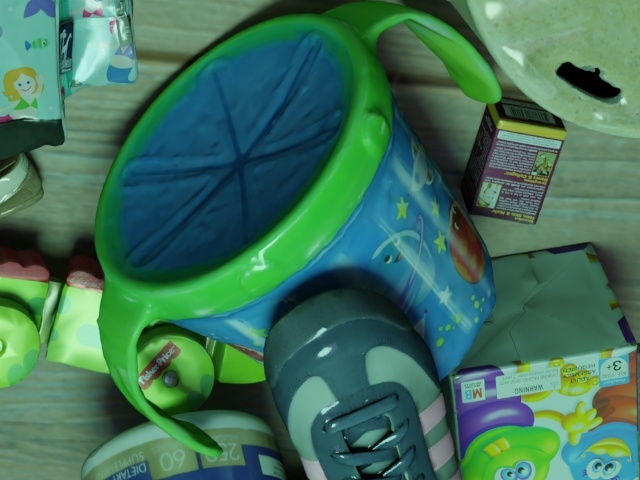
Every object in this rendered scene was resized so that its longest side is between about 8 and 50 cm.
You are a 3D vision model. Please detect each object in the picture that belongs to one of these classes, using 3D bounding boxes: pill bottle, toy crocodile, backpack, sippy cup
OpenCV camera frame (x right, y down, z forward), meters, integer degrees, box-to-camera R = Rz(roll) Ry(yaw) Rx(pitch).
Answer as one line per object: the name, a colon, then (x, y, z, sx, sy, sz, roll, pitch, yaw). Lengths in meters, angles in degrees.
pill bottle: (-0.078, 0.270, 1.192, 0.153, 0.265, 0.153, -13, 155, -6)
toy crocodile: (-0.182, 0.055, 1.226, 0.340, 0.115, 0.105, 11, 101, -15)
backpack: (-0.221, -0.192, 1.003, 0.191, 0.225, 0.254, -20, 120, -20)
sippy cup: (0.000, 0.000, 1.151, 0.305, 0.240, 0.224, -30, 129, 21)

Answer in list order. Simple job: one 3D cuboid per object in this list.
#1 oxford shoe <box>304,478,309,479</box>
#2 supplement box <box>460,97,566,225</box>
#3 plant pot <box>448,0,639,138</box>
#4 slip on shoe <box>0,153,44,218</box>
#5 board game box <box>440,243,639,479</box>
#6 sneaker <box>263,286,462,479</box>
oxford shoe: (0.078, 0.306, 1.252, 0.169, 0.449, 0.130, 32, 87, -40)
supplement box: (0.143, -0.059, 1.227, 0.055, 0.043, 0.083, 9, 120, -12)
plant pot: (0.171, -0.224, 0.971, 0.333, 0.305, 0.334, -3, 123, -4)
slip on shoe: (-0.267, -0.021, 1.208, 0.135, 0.051, 0.041, -29, 133, 5)
board game box: (0.170, 0.163, 1.312, 0.142, 0.144, 0.275, -9, 123, -1)
sneaker: (0.051, 0.163, 1.092, 0.112, 0.131, 0.319, -24, 137, -1)
